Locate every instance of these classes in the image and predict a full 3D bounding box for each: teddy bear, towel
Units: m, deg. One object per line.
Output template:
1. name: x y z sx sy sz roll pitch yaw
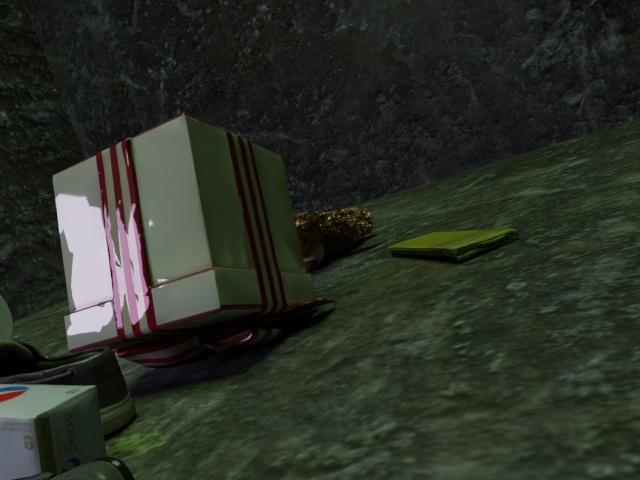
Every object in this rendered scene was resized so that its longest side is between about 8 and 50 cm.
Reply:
1. teddy bear: 0.000 0.000 1.207 0.244 0.113 0.338 -12 -1 6
2. towel: 0.191 0.005 0.870 0.102 0.021 0.237 -15 4 -15

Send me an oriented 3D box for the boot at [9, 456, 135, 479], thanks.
1. boot: -0.240 0.196 0.324 0.246 0.084 0.161 -13 0 9

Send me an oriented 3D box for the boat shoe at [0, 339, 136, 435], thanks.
1. boat shoe: -0.329 0.149 0.598 0.285 0.093 0.103 -2 5 16

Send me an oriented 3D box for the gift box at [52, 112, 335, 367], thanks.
1. gift box: -0.148 0.020 0.743 0.255 0.258 0.276 -18 -14 29

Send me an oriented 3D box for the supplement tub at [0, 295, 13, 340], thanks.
1. supplement tub: -0.868 0.221 1.246 0.324 0.236 0.235 -17 6 20

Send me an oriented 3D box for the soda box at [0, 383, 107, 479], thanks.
1. soda box: -0.289 0.164 0.477 0.216 0.074 0.069 -4 5 19
